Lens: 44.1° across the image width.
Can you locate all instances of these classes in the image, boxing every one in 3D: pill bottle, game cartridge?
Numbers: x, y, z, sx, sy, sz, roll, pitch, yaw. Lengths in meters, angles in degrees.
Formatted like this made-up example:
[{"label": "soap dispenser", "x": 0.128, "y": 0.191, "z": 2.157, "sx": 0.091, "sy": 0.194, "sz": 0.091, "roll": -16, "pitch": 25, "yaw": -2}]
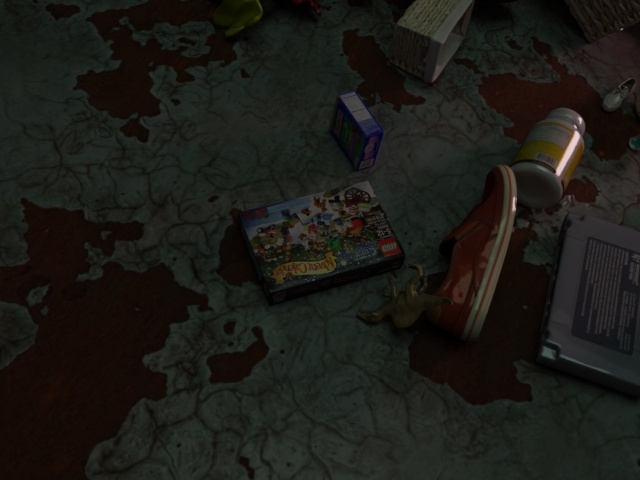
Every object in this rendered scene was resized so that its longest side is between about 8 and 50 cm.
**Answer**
[{"label": "pill bottle", "x": 0.404, "y": -0.150, "z": 1.399, "sx": 0.103, "sy": 0.103, "sz": 0.184, "roll": 28, "pitch": 57, "yaw": 12}, {"label": "game cartridge", "x": 0.465, "y": 0.100, "z": 1.269, "sx": 0.196, "sy": 0.060, "sz": 0.294, "roll": 17, "pitch": 56, "yaw": 9}]

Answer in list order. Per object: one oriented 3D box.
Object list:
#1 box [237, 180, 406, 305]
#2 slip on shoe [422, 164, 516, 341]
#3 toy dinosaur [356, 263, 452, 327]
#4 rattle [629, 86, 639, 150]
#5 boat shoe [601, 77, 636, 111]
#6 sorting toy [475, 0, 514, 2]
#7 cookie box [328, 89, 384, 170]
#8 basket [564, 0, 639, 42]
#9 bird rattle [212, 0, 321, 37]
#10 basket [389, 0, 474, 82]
[{"label": "box", "x": 0.000, "y": 0.000, "z": 1.282, "sx": 0.233, "sy": 0.044, "sz": 0.159, "roll": -15, "pitch": 59, "yaw": -17}, {"label": "slip on shoe", "x": 0.246, "y": 0.005, "z": 1.272, "sx": 0.101, "sy": 0.123, "sz": 0.331, "roll": 18, "pitch": 60, "yaw": 10}, {"label": "toy dinosaur", "x": 0.141, "y": 0.088, "z": 1.197, "sx": 0.053, "sy": 0.183, "sz": 0.093, "roll": 34, "pitch": 54, "yaw": -36}, {"label": "rattle", "x": 0.680, "y": -0.229, "z": 1.534, "sx": 0.130, "sy": 0.143, "sz": 0.200, "roll": 0, "pitch": 66, "yaw": 32}, {"label": "boat shoe", "x": 0.591, "y": -0.290, "z": 1.560, "sx": 0.100, "sy": 0.035, "sz": 0.035, "roll": -36, "pitch": 67, "yaw": -27}, {"label": "sorting toy", "x": 0.245, "y": -0.570, "z": 1.625, "sx": 0.365, "sy": 0.127, "sz": 0.126, "roll": 4, "pitch": 99, "yaw": -5}, {"label": "cookie box", "x": 0.061, "y": -0.193, "z": 1.394, "sx": 0.040, "sy": 0.092, "sz": 0.107, "roll": -18, "pitch": 59, "yaw": -22}, {"label": "basket", "x": 0.642, "y": -0.625, "z": 1.597, "sx": 0.331, "sy": 0.266, "sz": 0.328, "roll": -37, "pitch": 96, "yaw": -27}, {"label": "bird rattle", "x": -0.120, "y": -0.521, "z": 1.581, "sx": 0.253, "sy": 0.143, "sz": 0.207, "roll": -29, "pitch": 48, "yaw": -27}, {"label": "basket", "x": 0.216, "y": -0.409, "z": 1.548, "sx": 0.103, "sy": 0.113, "sz": 0.167, "roll": 26, "pitch": 56, "yaw": 13}]
